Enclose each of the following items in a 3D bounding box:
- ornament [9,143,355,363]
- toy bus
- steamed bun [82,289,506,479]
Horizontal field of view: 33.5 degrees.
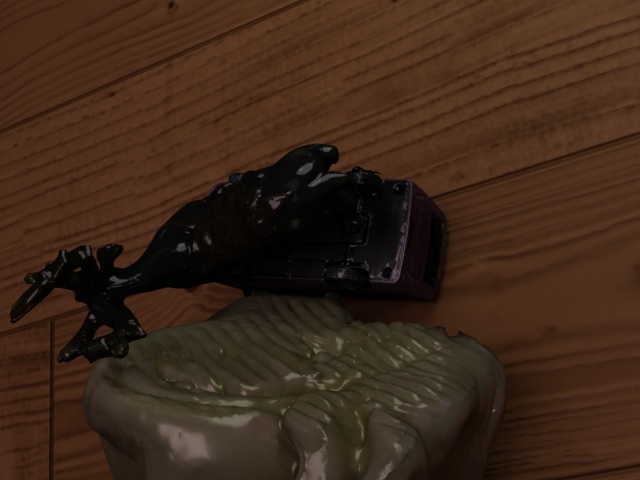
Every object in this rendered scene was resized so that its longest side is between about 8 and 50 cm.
[{"bbox_3d":[-0.096,0.013,0.741,0.202,0.236,0.080,-22,94,31],"label":"ornament"},{"bbox_3d":[0.000,0.000,0.890,0.199,0.108,0.096,1,75,32],"label":"toy bus"},{"bbox_3d":[-0.021,0.169,0.749,0.268,0.280,0.207,7,105,24],"label":"steamed bun"}]
